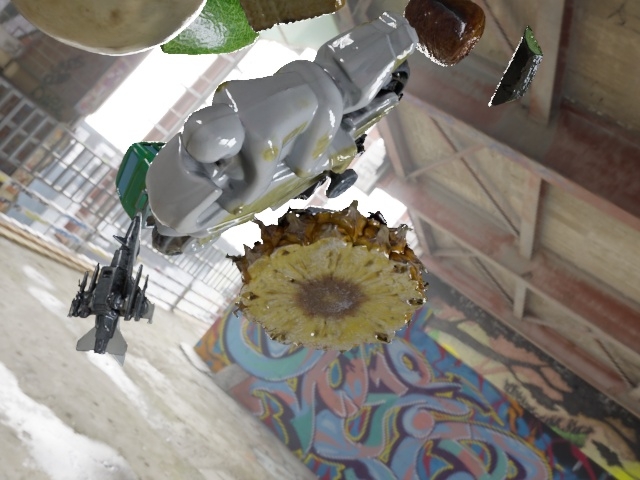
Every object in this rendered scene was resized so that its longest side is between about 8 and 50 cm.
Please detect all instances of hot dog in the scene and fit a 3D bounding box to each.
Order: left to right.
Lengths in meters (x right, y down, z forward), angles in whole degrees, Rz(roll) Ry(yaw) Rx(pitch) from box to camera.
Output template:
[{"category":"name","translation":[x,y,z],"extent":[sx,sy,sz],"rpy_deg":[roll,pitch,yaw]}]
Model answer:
[{"category":"hot dog","translation":[0.291,-0.501,1.374],"extent":[0.099,0.160,0.227],"rpy_deg":[14,36,-42]}]

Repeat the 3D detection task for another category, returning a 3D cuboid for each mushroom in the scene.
[{"category":"mushroom","translation":[-0.147,-0.211,0.395],"extent":[0.166,0.127,0.166],"rpy_deg":[11,-38,8]}]

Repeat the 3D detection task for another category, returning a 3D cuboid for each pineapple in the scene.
[{"category":"pineapple","translation":[0.006,0.045,0.588],"extent":[0.221,0.221,0.047],"rpy_deg":[43,29,-32]}]

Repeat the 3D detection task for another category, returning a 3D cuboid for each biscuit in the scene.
[{"category":"biscuit","translation":[-0.067,-0.397,0.842],"extent":[0.254,0.029,0.172],"rpy_deg":[18,-41,53]}]

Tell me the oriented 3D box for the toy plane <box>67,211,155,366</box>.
[{"category":"toy plane","translation":[-0.300,0.065,0.851],"extent":[0.160,0.234,0.082],"rpy_deg":[0,-9,24]}]

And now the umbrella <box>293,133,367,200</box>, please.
[{"category":"umbrella","translation":[-0.008,-0.181,1.359],"extent":[0.122,0.272,0.110],"rpy_deg":[49,-5,8]}]

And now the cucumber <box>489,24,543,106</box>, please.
[{"category":"cucumber","translation":[0.449,-0.375,1.347],"extent":[0.070,0.046,0.220],"rpy_deg":[46,-30,23]}]

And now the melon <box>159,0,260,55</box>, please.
[{"category":"melon","translation":[-0.218,-0.501,1.270],"extent":[0.124,0.196,0.323],"rpy_deg":[23,26,39]}]

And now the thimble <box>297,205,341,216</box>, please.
[{"category":"thimble","translation":[0.000,-0.003,1.356],"extent":[0.117,0.151,0.127],"rpy_deg":[9,18,-31]}]

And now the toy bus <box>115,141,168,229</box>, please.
[{"category":"toy bus","translation":[-0.361,-0.156,1.556],"extent":[0.343,0.183,0.199],"rpy_deg":[-8,50,-51]}]

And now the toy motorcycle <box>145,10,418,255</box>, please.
[{"category":"toy motorcycle","translation":[-0.034,-0.064,0.384],"extent":[0.074,0.228,0.151],"rpy_deg":[57,5,13]}]
